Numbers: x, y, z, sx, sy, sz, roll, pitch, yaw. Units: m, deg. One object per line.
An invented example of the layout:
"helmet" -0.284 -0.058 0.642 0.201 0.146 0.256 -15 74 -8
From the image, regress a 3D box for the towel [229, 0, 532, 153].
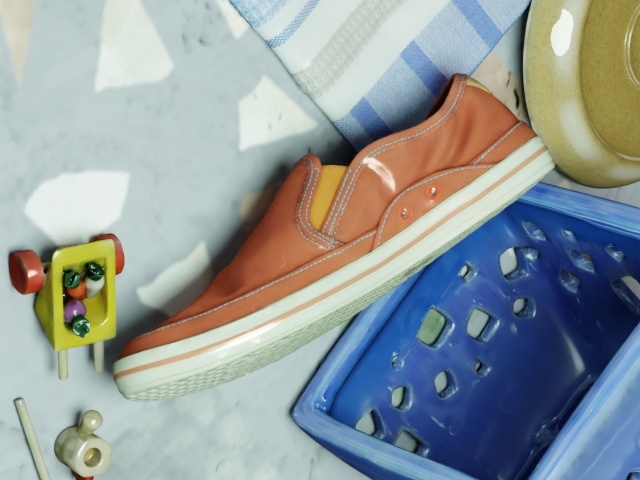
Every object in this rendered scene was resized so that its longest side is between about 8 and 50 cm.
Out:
"towel" 0.029 -0.208 1.228 0.209 0.034 0.285 -49 124 -15

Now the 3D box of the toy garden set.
"toy garden set" -0.204 0.111 1.128 0.203 0.049 0.244 -12 107 -33

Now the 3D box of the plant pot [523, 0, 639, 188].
"plant pot" 0.241 -0.150 1.370 0.236 0.032 0.236 -15 113 -39

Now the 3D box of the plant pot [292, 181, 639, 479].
"plant pot" 0.164 0.118 1.281 0.236 0.236 0.212 -52 130 -15

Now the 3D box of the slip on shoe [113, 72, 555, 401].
"slip on shoe" 0.000 0.000 1.203 0.331 0.123 0.101 -34 85 -18
